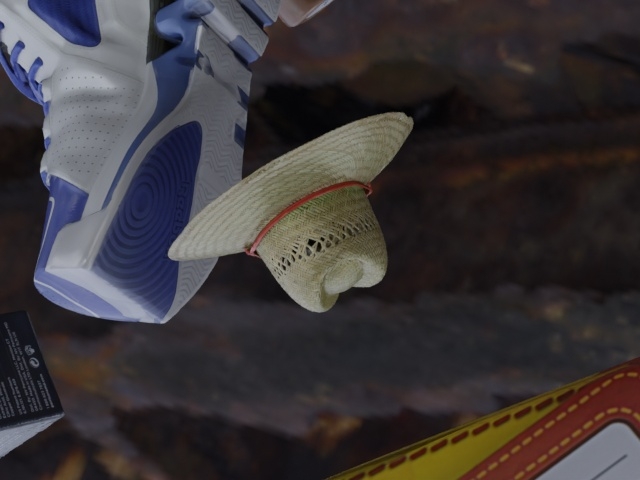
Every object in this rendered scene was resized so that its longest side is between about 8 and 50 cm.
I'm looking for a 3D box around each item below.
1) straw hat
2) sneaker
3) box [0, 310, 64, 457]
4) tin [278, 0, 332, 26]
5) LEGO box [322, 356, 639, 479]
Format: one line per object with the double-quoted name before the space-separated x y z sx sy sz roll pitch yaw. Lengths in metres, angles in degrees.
"straw hat" 0.000 0.000 0.882 0.061 0.144 0.144 60 161 10
"sneaker" -0.146 -0.095 1.249 0.182 0.316 0.127 1 153 29
"box" -0.308 0.131 1.407 0.158 0.093 0.156 -10 163 -45
"tin" 0.040 -0.224 1.342 0.040 0.189 0.106 49 -168 -7
"LEGO box" -0.030 0.257 0.495 0.500 0.193 0.372 -22 143 10
